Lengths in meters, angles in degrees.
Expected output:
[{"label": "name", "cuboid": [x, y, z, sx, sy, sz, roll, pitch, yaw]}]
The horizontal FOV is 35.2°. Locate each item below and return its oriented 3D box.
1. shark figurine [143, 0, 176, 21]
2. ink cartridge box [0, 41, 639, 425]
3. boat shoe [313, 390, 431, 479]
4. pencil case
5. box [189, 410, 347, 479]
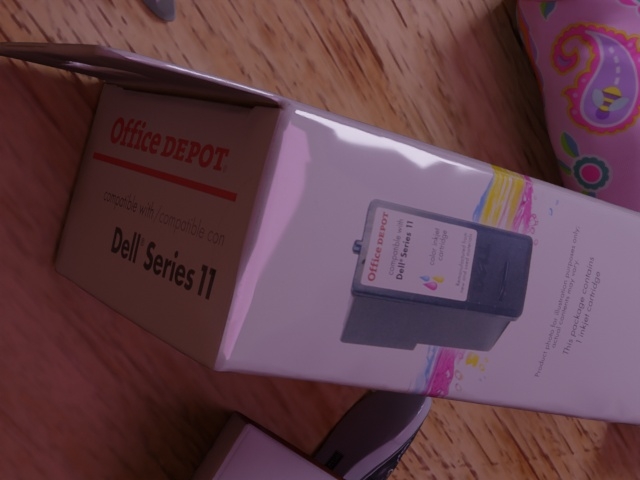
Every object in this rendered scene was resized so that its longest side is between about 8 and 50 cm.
[{"label": "shark figurine", "cuboid": [-0.009, -0.210, 0.539, 0.278, 0.116, 0.166, -17, 112, -27]}, {"label": "ink cartridge box", "cuboid": [0.000, 0.000, 0.536, 0.353, 0.207, 0.119, 14, 92, -34]}, {"label": "boat shoe", "cuboid": [0.025, 0.155, 0.691, 0.142, 0.049, 0.040, -44, 127, -10]}, {"label": "pencil case", "cuboid": [0.223, -0.062, 0.721, 0.124, 0.124, 0.284, -29, 114, -25]}, {"label": "box", "cuboid": [0.000, 0.185, 0.588, 0.170, 0.130, 0.091, 33, 81, -4]}]
